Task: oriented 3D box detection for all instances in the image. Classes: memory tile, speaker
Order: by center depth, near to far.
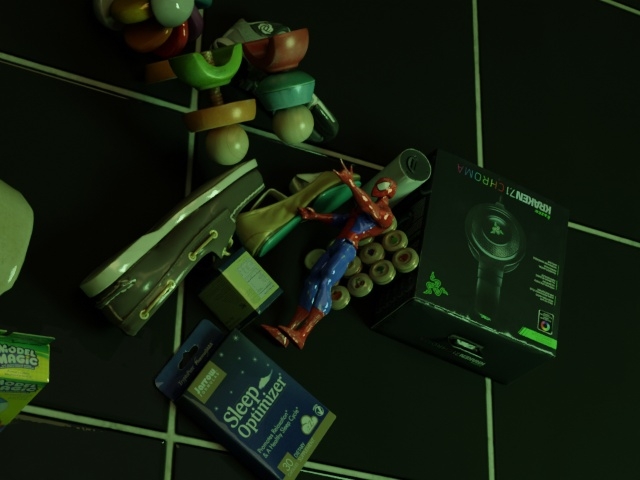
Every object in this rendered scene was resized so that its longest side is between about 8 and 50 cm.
[{"bbox_3d":[0.057,0.028,2.117,0.148,0.012,0.113,-29,51,2],"label":"memory tile"},{"bbox_3d":[0.105,-0.082,2.200,0.055,0.136,0.055,14,59,-25],"label":"speaker"}]

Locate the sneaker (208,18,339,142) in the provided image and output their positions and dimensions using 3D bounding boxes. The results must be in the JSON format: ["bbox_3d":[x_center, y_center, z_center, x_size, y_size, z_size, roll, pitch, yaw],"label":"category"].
[{"bbox_3d":[-0.047,-0.256,2.234,0.229,0.086,0.132,38,50,-8],"label":"sneaker"}]

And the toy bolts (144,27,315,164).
[{"bbox_3d":[-0.119,-0.195,2.104,0.229,0.218,0.158,-17,99,-32],"label":"toy bolts"}]

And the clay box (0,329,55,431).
[{"bbox_3d":[-0.398,0.162,1.715,0.127,0.222,0.053,9,62,-27],"label":"clay box"}]

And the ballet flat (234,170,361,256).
[{"bbox_3d":[-0.035,-0.058,2.144,0.073,0.080,0.232,46,50,13],"label":"ballet flat"}]

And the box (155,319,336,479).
[{"bbox_3d":[-0.099,0.214,1.988,0.225,0.036,0.136,41,52,-5],"label":"box"}]

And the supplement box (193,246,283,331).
[{"bbox_3d":[-0.111,0.069,2.024,0.083,0.083,0.056,48,52,-1],"label":"supplement box"}]

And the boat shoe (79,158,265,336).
[{"bbox_3d":[-0.179,0.004,2.002,0.096,0.117,0.324,53,52,-7],"label":"boat shoe"}]

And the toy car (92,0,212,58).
[{"bbox_3d":[-0.222,-0.337,2.148,0.182,0.159,0.136,-52,132,-38],"label":"toy car"}]

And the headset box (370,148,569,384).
[{"bbox_3d":[0.223,0.049,2.207,0.246,0.131,0.283,24,56,-18],"label":"headset box"}]

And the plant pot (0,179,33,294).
[{"bbox_3d":[-0.514,-0.020,1.706,0.305,0.334,0.333,31,53,-28],"label":"plant pot"}]

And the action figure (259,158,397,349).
[{"bbox_3d":[0.000,0.000,2.062,0.139,0.091,0.280,46,70,-20],"label":"action figure"}]
